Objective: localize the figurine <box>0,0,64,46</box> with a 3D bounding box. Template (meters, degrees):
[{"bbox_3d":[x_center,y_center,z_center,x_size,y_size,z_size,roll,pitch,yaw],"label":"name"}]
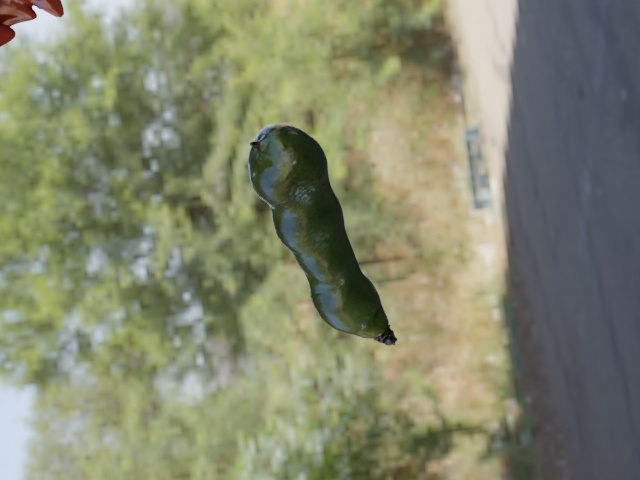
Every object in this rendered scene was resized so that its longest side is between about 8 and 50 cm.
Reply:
[{"bbox_3d":[-0.271,-0.196,1.061,0.257,0.208,0.181,-10,109,59],"label":"figurine"}]

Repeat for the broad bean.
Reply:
[{"bbox_3d":[-0.001,-0.001,1.159,0.053,0.052,0.256,27,157,35],"label":"broad bean"}]
